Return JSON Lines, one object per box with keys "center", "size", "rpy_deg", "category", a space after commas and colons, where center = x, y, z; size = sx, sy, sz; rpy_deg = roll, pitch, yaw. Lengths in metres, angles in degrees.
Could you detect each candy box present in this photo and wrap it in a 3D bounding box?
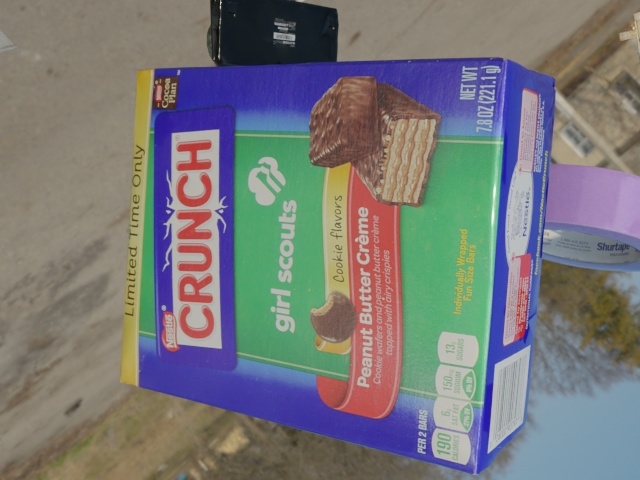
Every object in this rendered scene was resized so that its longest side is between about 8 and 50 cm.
{"center": [0.000, 0.000, 0.583], "size": [0.122, 0.317, 0.268], "rpy_deg": [-4, 99, -58], "category": "candy box"}

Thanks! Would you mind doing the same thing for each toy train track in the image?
{"center": [0.398, -0.239, 0.922], "size": [0.048, 0.083, 0.014], "rpy_deg": [-12, -161, 18], "category": "toy train track"}

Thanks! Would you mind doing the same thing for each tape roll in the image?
{"center": [0.405, -0.029, 1.155], "size": [0.275, 0.274, 0.090], "rpy_deg": [99, 4, -80], "category": "tape roll"}

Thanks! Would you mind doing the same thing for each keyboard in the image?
{"center": [-0.050, -0.227, 0.783], "size": [0.192, 0.038, 0.100], "rpy_deg": [-12, 110, -52], "category": "keyboard"}

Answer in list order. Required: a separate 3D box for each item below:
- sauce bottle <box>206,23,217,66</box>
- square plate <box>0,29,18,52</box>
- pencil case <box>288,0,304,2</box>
{"center": [-0.084, -0.264, 1.240], "size": [0.111, 0.111, 0.344], "rpy_deg": [-43, 166, 1], "category": "sauce bottle"}
{"center": [-0.492, -0.199, 0.667], "size": [0.344, 0.347, 0.049], "rpy_deg": [-114, -152, -72], "category": "square plate"}
{"center": [-0.155, -0.560, 1.339], "size": [0.183, 0.410, 0.160], "rpy_deg": [3, 121, -54], "category": "pencil case"}
